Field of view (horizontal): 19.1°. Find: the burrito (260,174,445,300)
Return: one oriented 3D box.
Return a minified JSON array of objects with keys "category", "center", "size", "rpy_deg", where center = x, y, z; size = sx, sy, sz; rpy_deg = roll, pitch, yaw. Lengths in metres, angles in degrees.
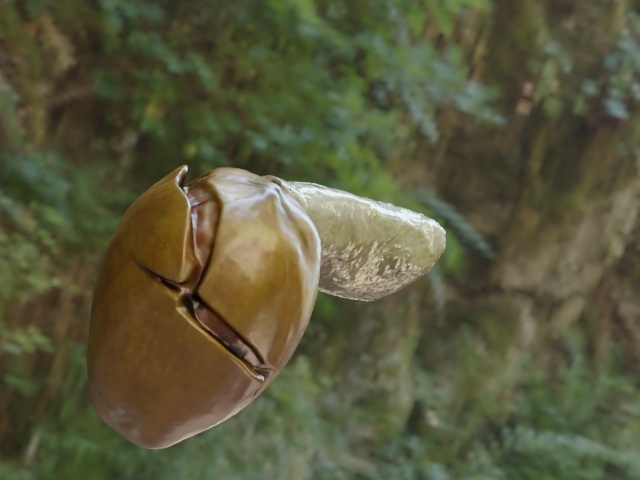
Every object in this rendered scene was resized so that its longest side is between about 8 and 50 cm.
[{"category":"burrito","center":[0.003,-0.002,2.258],"size":[0.143,0.105,0.299],"rpy_deg":[-33,-32,34]}]

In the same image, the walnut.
[{"category":"walnut","center":[-0.122,0.080,1.801],"size":[0.209,0.336,0.209],"rpy_deg":[17,37,-13]}]
